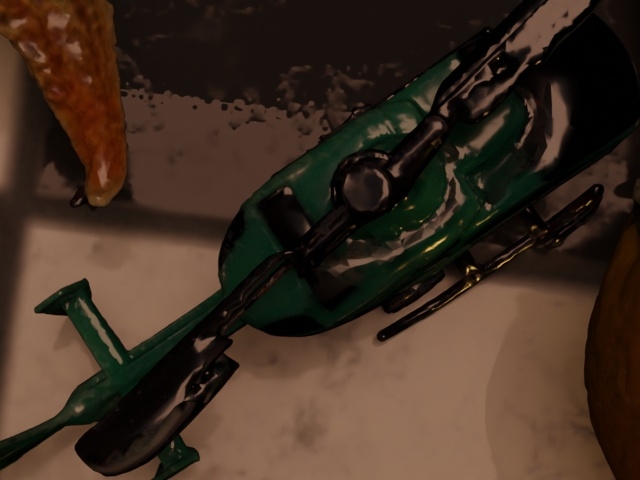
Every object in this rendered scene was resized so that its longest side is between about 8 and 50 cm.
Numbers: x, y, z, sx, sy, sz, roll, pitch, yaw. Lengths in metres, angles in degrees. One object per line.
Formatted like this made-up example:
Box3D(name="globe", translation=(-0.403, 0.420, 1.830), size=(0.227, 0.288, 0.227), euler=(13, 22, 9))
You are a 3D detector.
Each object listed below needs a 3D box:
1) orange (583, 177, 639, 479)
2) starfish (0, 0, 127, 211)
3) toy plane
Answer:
Box3D(name="orange", translation=(0.237, 0.050, 0.680), size=(0.264, 0.264, 0.264), euler=(1, 78, -5))
Box3D(name="starfish", translation=(-0.196, -0.218, 0.705), size=(0.384, 0.132, 0.398), euler=(32, 59, -18))
Box3D(name="toy plane", translation=(0.000, 0.000, 0.715), size=(0.382, 0.155, 0.106), euler=(-33, 83, 6))
